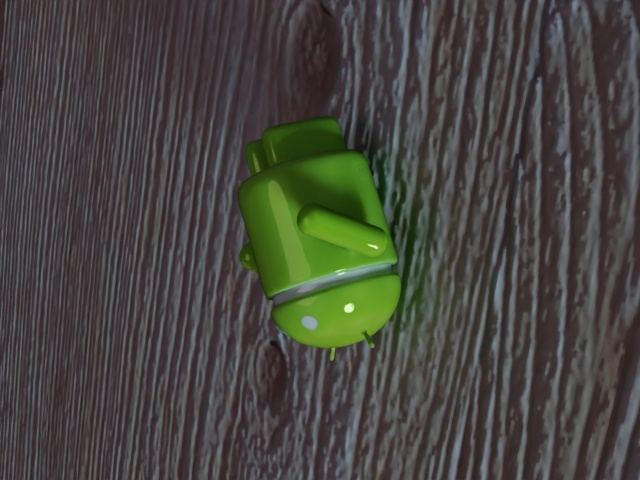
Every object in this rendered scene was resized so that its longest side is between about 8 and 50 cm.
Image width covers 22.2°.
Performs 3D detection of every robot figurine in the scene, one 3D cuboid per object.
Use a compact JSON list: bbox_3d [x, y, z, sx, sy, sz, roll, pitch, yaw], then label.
[{"bbox_3d":[0.000,0.000,0.790,0.101,0.067,0.115,-29,76,63],"label":"robot figurine"}]
